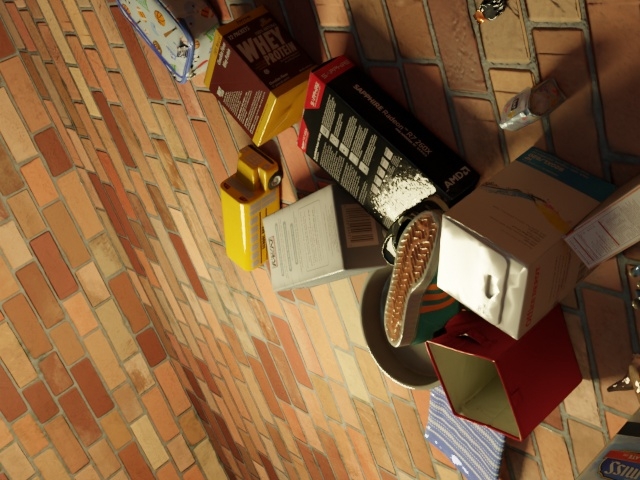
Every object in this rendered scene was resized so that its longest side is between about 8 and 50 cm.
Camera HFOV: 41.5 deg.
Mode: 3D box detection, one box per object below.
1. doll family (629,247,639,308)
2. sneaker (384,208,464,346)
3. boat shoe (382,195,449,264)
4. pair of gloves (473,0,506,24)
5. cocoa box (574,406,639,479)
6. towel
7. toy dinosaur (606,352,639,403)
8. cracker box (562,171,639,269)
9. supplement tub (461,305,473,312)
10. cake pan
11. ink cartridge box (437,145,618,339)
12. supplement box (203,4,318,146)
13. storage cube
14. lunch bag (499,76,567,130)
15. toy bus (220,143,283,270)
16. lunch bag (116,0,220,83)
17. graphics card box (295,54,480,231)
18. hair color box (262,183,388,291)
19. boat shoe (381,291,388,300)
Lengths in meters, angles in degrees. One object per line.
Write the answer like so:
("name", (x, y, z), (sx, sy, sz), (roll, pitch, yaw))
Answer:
("doll family", (0.538, 0.096, 1.279), (0.193, 0.076, 0.111), (45, 171, 7))
("sneaker", (0.200, 0.063, 1.479), (0.108, 0.121, 0.302), (-115, 27, -42))
("boat shoe", (0.159, -0.006, 1.568), (0.084, 0.079, 0.233), (47, 153, 4))
("pair of gloves", (0.245, -0.374, 1.288), (0.083, 0.010, 0.074), (57, 152, -5))
("cocoa box", (0.634, 0.432, 1.339), (0.347, 0.228, 0.231), (-4, 117, 59))
("towel", (0.336, 0.446, 1.990), (0.243, 0.040, 0.336), (44, 152, 37))
("toy dinosaur", (0.532, 0.228, 1.291), (0.200, 0.127, 0.295), (43, 179, -22))
("cracker box", (0.455, -0.061, 1.150), (0.067, 0.155, 0.232), (51, 153, 6))
("supplement tub", (0.271, 0.078, 1.590), (0.190, 0.117, 0.117), (-6, 117, 41))
("cake pan", (0.203, 0.167, 1.783), (0.293, 0.054, 0.293), (10, 104, 46))
("ink cartridge box", (0.324, 0.000, 1.339), (0.168, 0.232, 0.171), (35, 146, 33))
("supplement box", (-0.126, -0.344, 1.774), (0.194, 0.129, 0.191), (49, 152, 10))
("storage cube", (0.349, 0.226, 1.597), (0.183, 0.193, 0.215), (10, 128, 53))
("lunch bag", (0.318, -0.204, 1.283), (0.053, 0.083, 0.071), (55, 153, -2))
("toy bus", (-0.177, -0.080, 2.145), (0.108, 0.130, 0.333), (39, 149, 27))
("lunch bag", (-0.359, -0.518, 1.969), (0.303, 0.115, 0.243), (53, 155, 6))
("graphics card box", (0.118, -0.158, 1.637), (0.371, 0.094, 0.233), (45, 151, 18))
("hair color box", (0.000, 0.000, 1.910), (0.374, 0.113, 0.185), (-20, 76, 61))
("boat shoe", (0.214, 0.146, 1.867), (0.184, 0.066, 0.063), (16, 159, 39))
